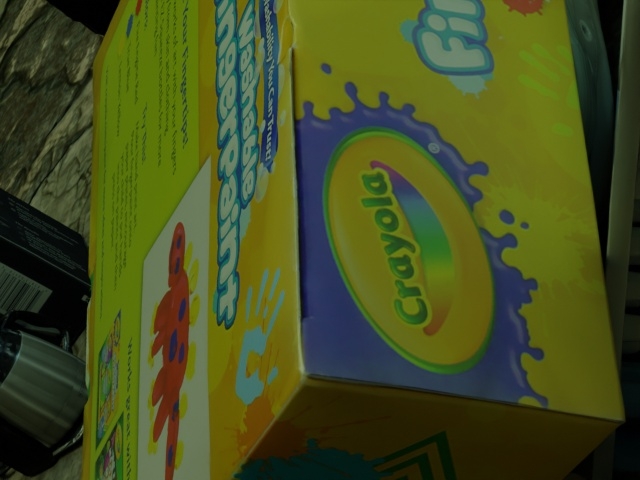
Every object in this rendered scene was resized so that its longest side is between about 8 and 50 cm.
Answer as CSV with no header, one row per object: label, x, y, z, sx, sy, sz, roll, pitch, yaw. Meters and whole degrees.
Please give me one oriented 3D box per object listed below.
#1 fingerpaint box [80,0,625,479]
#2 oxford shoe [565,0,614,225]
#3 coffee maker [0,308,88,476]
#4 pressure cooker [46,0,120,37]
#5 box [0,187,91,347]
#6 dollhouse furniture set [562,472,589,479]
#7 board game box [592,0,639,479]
fingerpaint box,-0.008,-0.020,1.051,0.371,0.163,0.445,123,150,-50
oxford shoe,0.119,-0.168,1.290,0.169,0.130,0.449,-14,50,16
coffee maker,-0.310,0.130,1.686,0.171,0.178,0.120,-46,27,21
pressure cooker,-0.049,-0.385,1.589,0.370,0.375,0.420,-33,35,46
box,-0.304,0.021,1.826,0.093,0.156,0.158,-54,26,10
dollhouse furniture set,0.183,0.141,0.878,0.151,0.123,0.144,-23,42,49
board game box,0.183,-0.133,0.993,0.390,0.050,0.390,83,-166,-51
